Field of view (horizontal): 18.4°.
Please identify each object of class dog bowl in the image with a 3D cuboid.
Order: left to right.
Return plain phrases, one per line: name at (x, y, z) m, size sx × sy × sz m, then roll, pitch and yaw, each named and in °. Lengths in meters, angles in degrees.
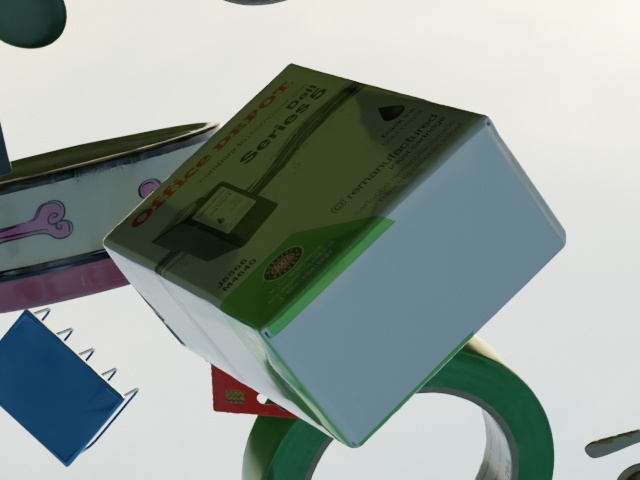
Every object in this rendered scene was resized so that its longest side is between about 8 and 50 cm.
dog bowl at (-0.297, -0.023, 2.313) m, size 0.408 × 0.150 × 0.408 m, roll -12°, pitch -172°, yaw 2°

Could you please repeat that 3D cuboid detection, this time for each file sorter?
file sorter at (-0.333, 0.181, 2.529) m, size 0.118 × 0.170 × 0.104 m, roll -50°, pitch 174°, yaw 12°

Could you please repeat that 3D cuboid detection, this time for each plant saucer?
plant saucer at (-0.351, -0.268, 2.281) m, size 0.119 × 0.119 × 0.021 m, roll -38°, pitch 179°, yaw -40°

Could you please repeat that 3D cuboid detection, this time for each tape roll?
tape roll at (0.081, 0.240, 2.046) m, size 0.321 × 0.321 × 0.077 m, roll -23°, pitch -151°, yaw -7°

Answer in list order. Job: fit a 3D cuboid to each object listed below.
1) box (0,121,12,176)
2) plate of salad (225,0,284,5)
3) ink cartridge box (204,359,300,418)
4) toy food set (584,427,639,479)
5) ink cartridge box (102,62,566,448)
box at (-0.346, -0.189, 1.631) m, size 0.103 × 0.261 × 0.184 m, roll -18°, pitch -134°, yaw -13°
plate of salad at (-0.044, -0.315, 1.906) m, size 0.200 × 0.048 × 0.200 m, roll -10°, pitch -121°, yaw 18°
ink cartridge box at (-0.036, 0.106, 1.765) m, size 0.145 × 0.179 × 0.045 m, roll 4°, pitch -142°, yaw 6°
toy food set at (0.326, 0.256, 1.824) m, size 0.132 × 0.192 × 0.038 m, roll -28°, pitch -166°, yaw 48°
ink cartridge box at (0.000, 0.000, 1.319) m, size 0.198 × 0.115 × 0.273 m, roll -44°, pitch -153°, yaw -13°
